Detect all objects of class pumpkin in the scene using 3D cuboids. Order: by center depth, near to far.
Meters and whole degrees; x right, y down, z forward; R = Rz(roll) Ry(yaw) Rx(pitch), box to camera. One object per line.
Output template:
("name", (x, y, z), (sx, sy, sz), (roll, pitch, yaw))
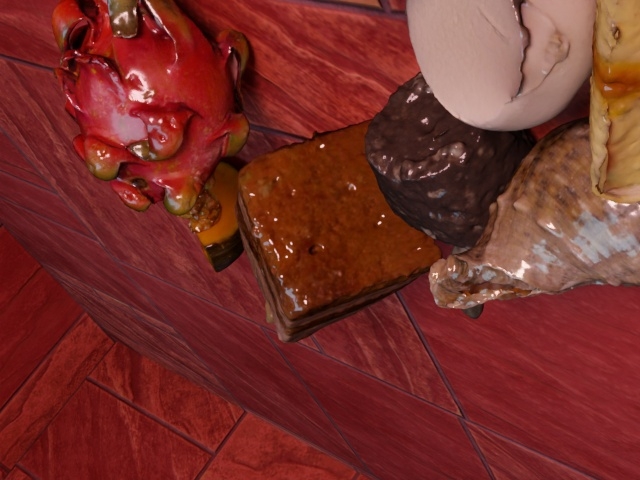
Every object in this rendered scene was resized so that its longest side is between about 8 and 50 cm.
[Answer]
("pumpkin", (-0.180, -0.076, 1.510), (0.248, 0.126, 0.131), (50, 173, 21))

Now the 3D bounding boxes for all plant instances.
("plant", (0.157, -0.042, 0.996), (0.149, 0.146, 0.275), (43, 171, 46))

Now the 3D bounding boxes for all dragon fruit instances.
("dragon fruit", (-0.215, -0.190, 1.147), (0.307, 0.243, 0.227), (40, -162, -18))

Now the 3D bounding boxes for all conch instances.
("conch", (0.237, -0.030, 0.855), (0.291, 0.159, 0.210), (-9, 178, 22))

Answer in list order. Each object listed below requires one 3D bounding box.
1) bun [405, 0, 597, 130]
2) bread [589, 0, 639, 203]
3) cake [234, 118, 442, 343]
("bun", (0.150, -0.174, 0.743), (0.173, 0.119, 0.173), (48, 148, 45))
("bread", (0.285, -0.124, 0.559), (0.236, 0.198, 0.263), (21, 152, 23))
("cake", (0.000, 0.000, 1.190), (0.196, 0.198, 0.293), (65, 165, 8))
